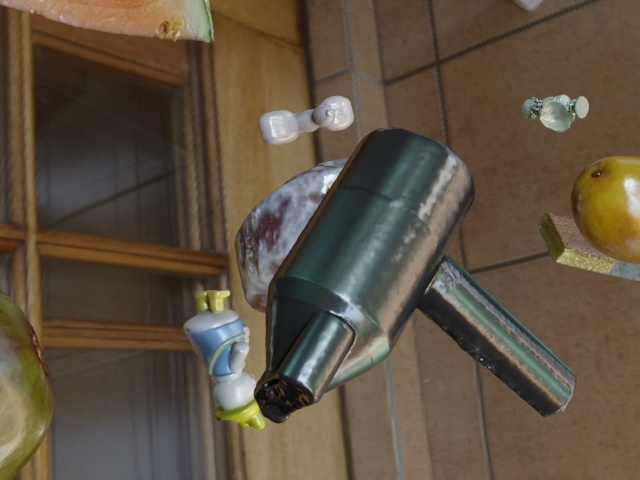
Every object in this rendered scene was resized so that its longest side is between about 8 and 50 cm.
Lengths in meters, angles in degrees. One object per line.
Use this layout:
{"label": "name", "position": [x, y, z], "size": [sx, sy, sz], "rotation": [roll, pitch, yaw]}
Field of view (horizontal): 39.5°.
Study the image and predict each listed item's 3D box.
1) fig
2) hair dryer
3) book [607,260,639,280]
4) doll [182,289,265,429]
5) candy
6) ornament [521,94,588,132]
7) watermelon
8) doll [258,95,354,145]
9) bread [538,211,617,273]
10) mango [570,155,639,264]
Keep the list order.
{"label": "fig", "position": [-0.263, 0.099, 0.474], "size": [0.236, 0.124, 0.124], "rotation": [-18, 67, -3]}
{"label": "hair dryer", "position": [0.096, 0.090, 0.746], "size": [0.244, 0.302, 0.116], "rotation": [-58, 18, -25]}
{"label": "book", "position": [0.543, 0.018, 1.407], "size": [0.172, 0.012, 0.118], "rotation": [12, 120, 29]}
{"label": "doll", "position": [-0.152, 0.197, 1.434], "size": [0.135, 0.099, 0.241], "rotation": [-16, 102, 21]}
{"label": "candy", "position": [0.000, 0.000, 1.173], "size": [0.289, 0.214, 0.157], "rotation": [-49, 52, 56]}
{"label": "ornament", "position": [0.321, -0.178, 1.229], "size": [0.092, 0.068, 0.041], "rotation": [18, 71, 21]}
{"label": "watermelon", "position": [-0.135, -0.181, 0.533], "size": [0.069, 0.163, 0.087], "rotation": [103, 177, -53]}
{"label": "doll", "position": [-0.024, -0.202, 1.511], "size": [0.159, 0.161, 0.059], "rotation": [-14, 95, 0]}
{"label": "bread", "position": [0.372, 0.003, 1.292], "size": [0.090, 0.094, 0.035], "rotation": [-101, 31, -49]}
{"label": "mango", "position": [0.322, -0.020, 0.862], "size": [0.102, 0.184, 0.085], "rotation": [-54, 26, 26]}
